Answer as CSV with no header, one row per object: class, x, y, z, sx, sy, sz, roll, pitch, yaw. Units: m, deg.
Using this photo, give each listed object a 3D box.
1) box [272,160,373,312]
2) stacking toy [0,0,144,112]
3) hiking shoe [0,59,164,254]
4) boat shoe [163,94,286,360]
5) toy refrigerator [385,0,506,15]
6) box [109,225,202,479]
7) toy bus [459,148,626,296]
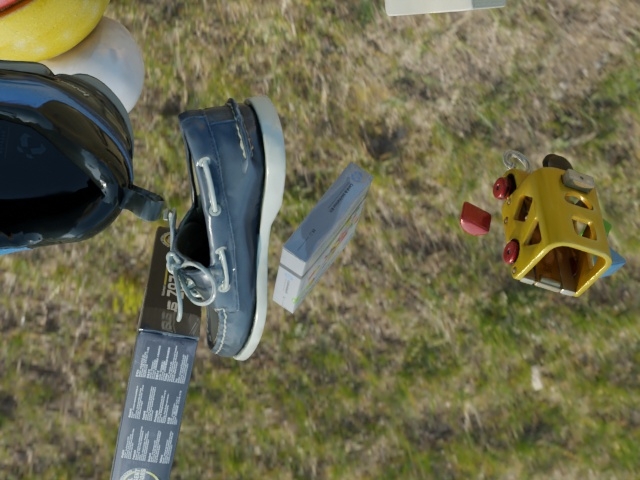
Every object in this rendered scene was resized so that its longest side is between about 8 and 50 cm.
box,0.000,0.000,1.458,0.038,0.145,0.186,36,158,7
stacking toy,-0.327,-0.302,1.178,0.350,0.351,0.480,-24,136,7
hiking shoe,-0.234,-0.051,0.552,0.304,0.132,0.113,-1,105,-17
boat shoe,-0.079,0.001,0.896,0.079,0.095,0.254,-8,140,-17
toy refrigerator,0.111,-0.344,1.050,0.094,0.102,0.270,2,102,27
box,-0.251,0.223,1.785,0.097,0.318,0.395,10,117,-9
toy bus,0.275,-0.038,1.355,0.202,0.191,0.104,48,135,10
